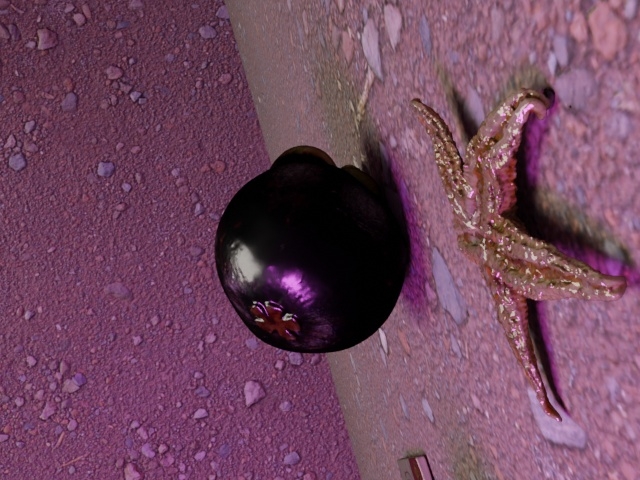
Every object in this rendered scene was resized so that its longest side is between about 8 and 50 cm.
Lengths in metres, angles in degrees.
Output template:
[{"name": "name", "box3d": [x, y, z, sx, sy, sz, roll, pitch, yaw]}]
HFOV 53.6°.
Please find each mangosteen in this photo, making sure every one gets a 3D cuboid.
[{"name": "mangosteen", "box3d": [0.000, 0.000, 0.881, 0.275, 0.275, 0.302, 82, -155, -44]}]

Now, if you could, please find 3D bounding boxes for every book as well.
[{"name": "book", "box3d": [0.192, 0.483, 1.177, 0.232, 0.022, 0.162, 97, 156, -70]}]

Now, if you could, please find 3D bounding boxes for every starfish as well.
[{"name": "starfish", "box3d": [0.140, 0.003, 0.478, 0.231, 0.048, 0.295, 123, 130, -80]}]
